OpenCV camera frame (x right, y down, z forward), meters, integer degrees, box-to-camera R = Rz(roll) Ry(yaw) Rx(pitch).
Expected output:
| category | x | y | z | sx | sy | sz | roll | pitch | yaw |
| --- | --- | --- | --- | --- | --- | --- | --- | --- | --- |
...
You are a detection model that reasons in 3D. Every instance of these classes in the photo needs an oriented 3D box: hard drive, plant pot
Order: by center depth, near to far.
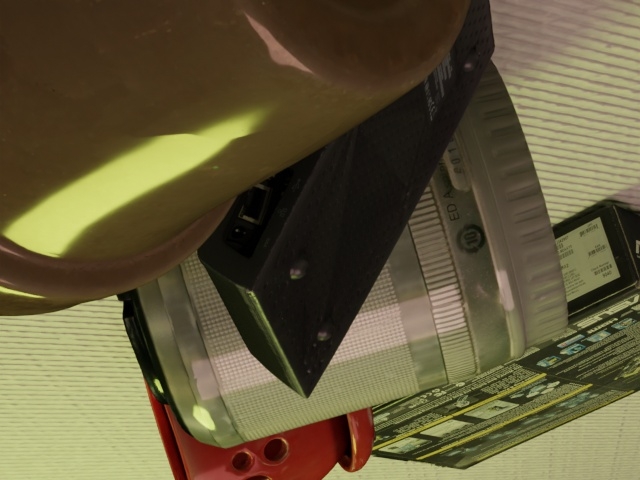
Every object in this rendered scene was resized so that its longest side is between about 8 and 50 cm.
| category | x | y | z | sx | sy | sz | roll | pitch | yaw |
| --- | --- | --- | --- | --- | --- | --- | --- | --- | --- |
| plant pot | -0.071 | -0.108 | 0.623 | 0.229 | 0.263 | 0.263 | -8 | 167 | 44 |
| hard drive | 0.020 | -0.054 | 0.866 | 0.054 | 0.254 | 0.172 | 22 | 160 | 20 |
| plant pot | -0.055 | 0.144 | 1.369 | 0.174 | 0.191 | 0.191 | -16 | 157 | -13 |

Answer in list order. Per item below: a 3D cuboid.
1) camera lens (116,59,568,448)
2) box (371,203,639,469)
| category | x | y | z | sx | sy | sz | roll | pitch | yaw |
| --- | --- | --- | --- | --- | --- | --- | --- | --- | --- |
| camera lens | 0.006 | 0.006 | 1.055 | 0.274 | 0.219 | 0.219 | -16 | 157 | 1 |
| box | 0.210 | 0.114 | 1.580 | 0.395 | 0.097 | 0.318 | -30 | 151 | 29 |
